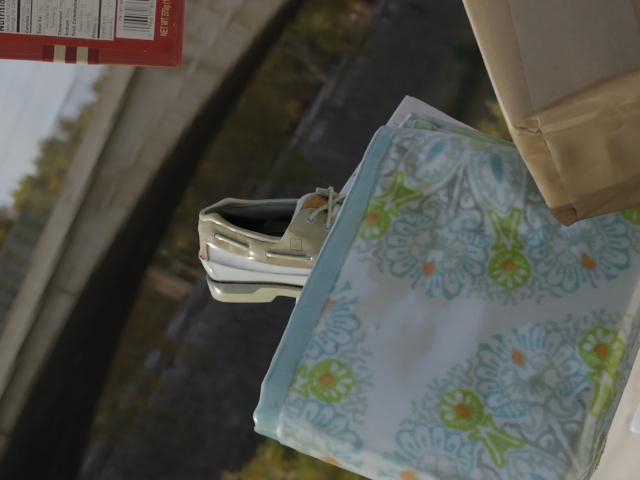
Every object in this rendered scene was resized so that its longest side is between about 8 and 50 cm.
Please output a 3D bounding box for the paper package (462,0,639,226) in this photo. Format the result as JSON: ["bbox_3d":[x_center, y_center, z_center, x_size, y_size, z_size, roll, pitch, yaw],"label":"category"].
[{"bbox_3d":[0.214,-0.214,1.378,0.309,0.168,0.324,42,-150,-69],"label":"paper package"}]

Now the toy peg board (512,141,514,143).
[{"bbox_3d":[0.298,-0.024,2.067,0.161,0.079,0.160,43,-124,-53],"label":"toy peg board"}]

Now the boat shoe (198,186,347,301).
[{"bbox_3d":[0.000,0.000,1.734,0.113,0.302,0.103,-56,-46,-56],"label":"boat shoe"}]

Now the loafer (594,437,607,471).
[{"bbox_3d":[0.328,0.190,2.032,0.092,0.102,0.268,66,-145,-85],"label":"loafer"}]

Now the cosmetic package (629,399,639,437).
[{"bbox_3d":[0.589,0.109,1.582,0.327,0.394,0.329,-11,-57,-52],"label":"cosmetic package"}]

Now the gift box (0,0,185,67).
[{"bbox_3d":[-0.233,-0.316,1.685,0.258,0.276,0.255,-107,25,-64],"label":"gift box"}]

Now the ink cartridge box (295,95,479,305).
[{"bbox_3d":[0.095,-0.020,2.286,0.306,0.131,0.226,-54,-14,-26],"label":"ink cartridge box"}]

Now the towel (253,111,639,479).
[{"bbox_3d":[0.147,0.071,1.545,0.090,0.321,0.374,67,-136,-62],"label":"towel"}]
